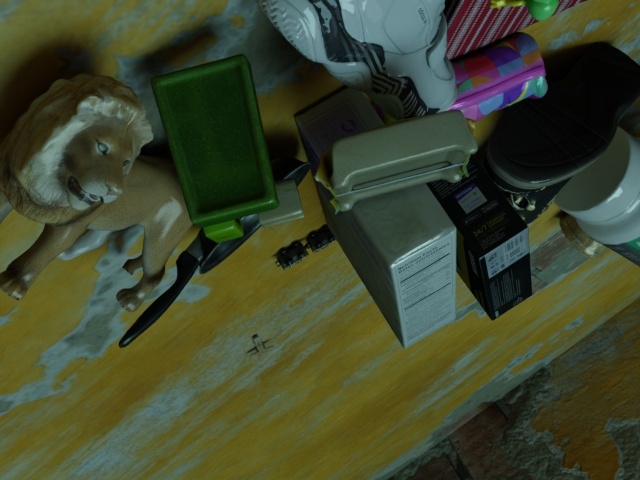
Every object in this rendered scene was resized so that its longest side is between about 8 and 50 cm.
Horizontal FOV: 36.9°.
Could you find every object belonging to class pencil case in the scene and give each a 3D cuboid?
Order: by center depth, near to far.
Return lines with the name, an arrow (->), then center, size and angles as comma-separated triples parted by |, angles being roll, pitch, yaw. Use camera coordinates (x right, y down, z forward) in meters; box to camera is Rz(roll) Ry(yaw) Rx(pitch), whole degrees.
pencil case -> 0.183, -0.190, 1.240 | 0.236, 0.104, 0.104 | -27, 156, -20

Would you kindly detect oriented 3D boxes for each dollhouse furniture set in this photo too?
dollhouse furniture set -> 0.002, -0.114, 1.013 | 0.301, 0.151, 0.197 | -14, 174, 1

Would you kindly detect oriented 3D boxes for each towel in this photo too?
towel -> 0.261, -0.312, 1.161 | 0.275, 0.031, 0.199 | -26, 166, -18

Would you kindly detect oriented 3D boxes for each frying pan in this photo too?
frying pan -> -0.134, 0.009, 1.193 | 0.326, 0.053, 0.197 | -44, 177, -11

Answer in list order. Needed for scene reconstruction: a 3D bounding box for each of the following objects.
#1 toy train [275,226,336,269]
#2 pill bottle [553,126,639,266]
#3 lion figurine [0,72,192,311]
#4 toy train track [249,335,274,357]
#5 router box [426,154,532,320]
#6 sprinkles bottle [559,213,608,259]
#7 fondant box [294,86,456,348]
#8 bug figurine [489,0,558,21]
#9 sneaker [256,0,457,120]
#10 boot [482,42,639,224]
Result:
toy train -> 0.000, 0.000, 1.479 | 0.158, 0.027, 0.036 | -29, 167, -10
pill bottle -> 0.591, -0.064, 1.747 | 0.361, 0.204, 0.204 | 24, 123, -34
lion figurine -> -0.220, -0.048, 1.016 | 0.240, 0.142, 0.392 | -45, 169, 9
toy train track -> -0.110, 0.188, 1.719 | 0.048, 0.014, 0.083 | -23, 150, -5
router box -> 0.204, -0.037, 1.390 | 0.081, 0.243, 0.309 | -33, 156, 0
sprinkles bottle -> 0.654, -0.113, 1.953 | 0.121, 0.121, 0.355 | 0, 140, -51
fondant box -> 0.082, -0.020, 1.276 | 0.096, 0.238, 0.330 | -29, 156, -6
bug figurine -> 0.283, -0.344, 0.997 | 0.279, 0.072, 0.216 | -27, 141, -15
sneaker -> 0.101, -0.249, 0.981 | 0.210, 0.137, 0.366 | -39, 153, 20
boot -> 0.320, -0.119, 1.448 | 0.377, 0.138, 0.284 | -44, 170, -39
